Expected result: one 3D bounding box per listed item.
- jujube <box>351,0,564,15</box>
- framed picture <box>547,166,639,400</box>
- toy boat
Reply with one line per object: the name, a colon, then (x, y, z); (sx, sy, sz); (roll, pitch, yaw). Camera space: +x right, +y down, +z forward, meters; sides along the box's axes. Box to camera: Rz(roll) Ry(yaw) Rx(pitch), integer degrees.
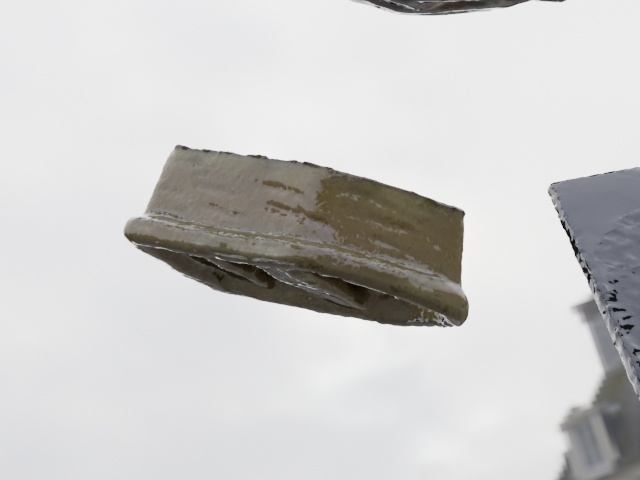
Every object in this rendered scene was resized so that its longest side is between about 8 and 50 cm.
jujube: (0.107, -0.257, 1.188); (0.308, 0.215, 0.246); (6, 19, 45)
framed picture: (0.267, 0.015, 0.660); (0.324, 0.244, 0.013); (-9, -56, -3)
toy boat: (0.000, 0.000, 0.961); (0.188, 0.061, 0.116); (10, -13, 33)
